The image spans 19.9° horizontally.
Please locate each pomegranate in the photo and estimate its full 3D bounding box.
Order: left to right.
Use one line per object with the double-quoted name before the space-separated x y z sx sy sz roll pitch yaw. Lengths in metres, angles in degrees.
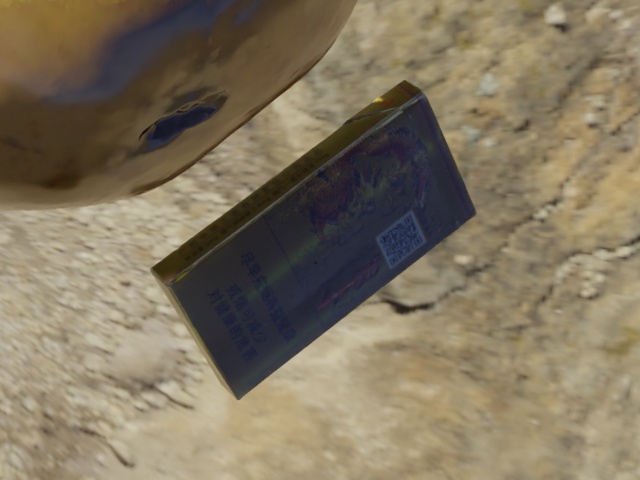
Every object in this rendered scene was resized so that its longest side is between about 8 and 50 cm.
"pomegranate" -0.097 -0.129 0.628 0.248 0.248 0.248 -1 92 -16

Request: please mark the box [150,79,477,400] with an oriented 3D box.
"box" 0.000 0.000 0.883 0.156 0.022 0.089 -39 132 -11
